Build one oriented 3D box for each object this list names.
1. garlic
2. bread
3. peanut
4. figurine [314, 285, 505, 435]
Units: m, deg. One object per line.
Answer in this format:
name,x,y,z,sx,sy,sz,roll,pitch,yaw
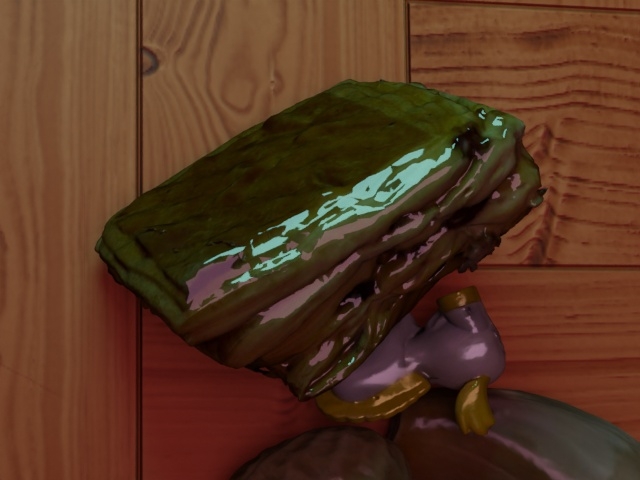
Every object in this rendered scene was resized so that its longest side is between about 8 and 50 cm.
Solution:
garlic,0.204,0.213,1.279,0.318,0.112,0.143,24,82,1
bread,0.000,0.000,1.181,0.324,0.277,0.167,-30,115,-14
peanut,-0.050,0.270,1.198,0.136,0.120,0.298,37,77,26
figurine,0.071,0.101,1.239,0.178,0.109,0.130,1,59,8
